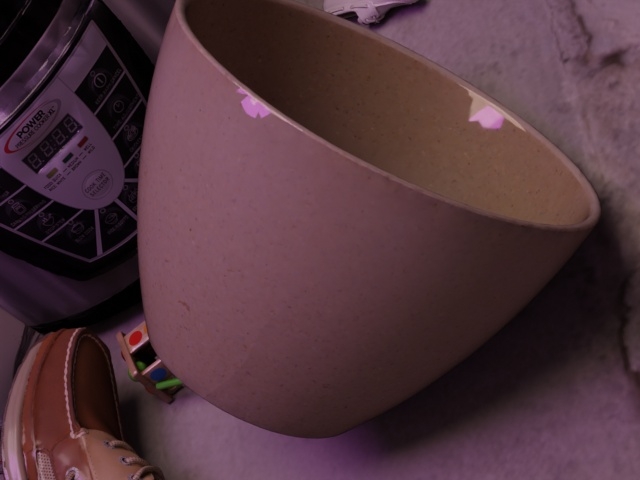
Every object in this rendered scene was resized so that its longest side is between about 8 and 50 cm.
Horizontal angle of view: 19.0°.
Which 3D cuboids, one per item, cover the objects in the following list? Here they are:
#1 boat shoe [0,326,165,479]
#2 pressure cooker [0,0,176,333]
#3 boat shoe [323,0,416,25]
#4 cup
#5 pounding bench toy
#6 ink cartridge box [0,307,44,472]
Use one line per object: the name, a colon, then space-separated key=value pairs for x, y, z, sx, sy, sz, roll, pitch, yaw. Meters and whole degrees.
boat shoe: x=-0.163 y=0.215 z=1.450 sx=0.120 sy=0.122 sz=0.324 roll=-18 pitch=57 yaw=20
pressure cooker: x=-0.299 y=-0.158 z=1.604 sx=0.375 sy=0.420 sz=0.370 roll=-14 pitch=51 yaw=29
boat shoe: x=0.044 y=-0.203 z=1.661 sx=0.100 sy=0.035 sz=0.035 roll=3 pitch=88 yaw=35
cup: x=0.000 y=0.000 z=1.368 sx=0.331 sy=0.331 sz=0.237 roll=49 pitch=118 yaw=47
pounding bench toy: x=-0.120 y=0.099 z=1.540 sx=0.065 sy=0.052 sz=0.083 roll=-38 pitch=43 yaw=9
ink cartridge box: x=-0.309 y=0.110 z=1.556 sx=0.158 sy=0.218 sz=0.092 roll=-9 pitch=60 yaw=33
